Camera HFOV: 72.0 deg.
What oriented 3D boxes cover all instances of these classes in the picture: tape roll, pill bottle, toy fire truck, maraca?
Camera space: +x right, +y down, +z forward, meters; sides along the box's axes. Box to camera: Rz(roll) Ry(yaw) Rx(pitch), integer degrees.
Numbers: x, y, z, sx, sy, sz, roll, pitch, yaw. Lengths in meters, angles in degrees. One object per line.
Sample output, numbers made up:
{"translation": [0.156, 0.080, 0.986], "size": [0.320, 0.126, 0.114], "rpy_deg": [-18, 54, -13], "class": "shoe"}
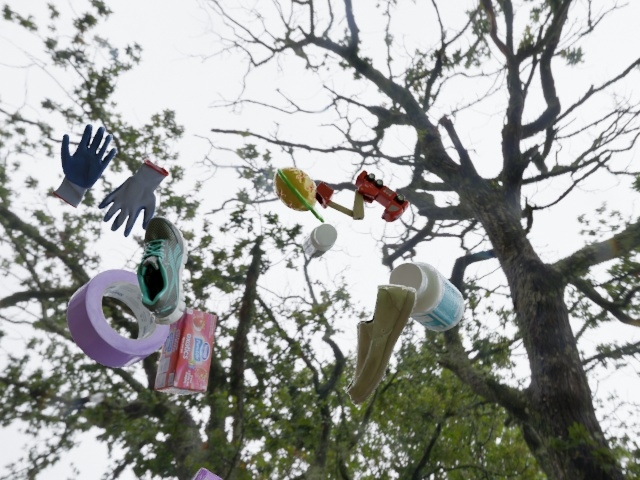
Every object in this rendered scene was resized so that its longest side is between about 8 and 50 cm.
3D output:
{"translation": [-0.577, 0.222, 1.279], "size": [0.090, 0.275, 0.275], "rpy_deg": [-34, -103, 21], "class": "tape roll"}
{"translation": [0.000, 0.000, 1.294], "size": [0.078, 0.137, 0.078], "rpy_deg": [4, -106, -15], "class": "pill bottle"}
{"translation": [0.096, -0.093, 1.037], "size": [0.192, 0.047, 0.135], "rpy_deg": [39, -112, 11], "class": "toy fire truck"}
{"translation": [0.281, 0.147, 1.188], "size": [0.146, 0.264, 0.146], "rpy_deg": [-16, -122, 28], "class": "pill bottle"}
{"translation": [-0.052, -0.119, 1.156], "size": [0.099, 0.127, 0.186], "rpy_deg": [-39, -76, 10], "class": "maraca"}

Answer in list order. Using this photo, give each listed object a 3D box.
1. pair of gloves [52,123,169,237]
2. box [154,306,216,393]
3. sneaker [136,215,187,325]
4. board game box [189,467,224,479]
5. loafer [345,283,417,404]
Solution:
{"translation": [-0.376, -0.105, 0.782], "size": [0.198, 0.023, 0.159], "rpy_deg": [34, -78, -11], "class": "pair of gloves"}
{"translation": [-0.442, 0.366, 1.453], "size": [0.128, 0.122, 0.257], "rpy_deg": [-24, -128, 39], "class": "box"}
{"translation": [-0.230, 0.033, 0.631], "size": [0.065, 0.076, 0.166], "rpy_deg": [-13, -113, -3], "class": "sneaker"}
{"translation": [-0.086, 0.400, 0.370], "size": [0.208, 0.347, 0.056], "rpy_deg": [39, -66, -10], "class": "board game box"}
{"translation": [0.110, 0.208, 0.921], "size": [0.092, 0.102, 0.268], "rpy_deg": [25, -94, 8], "class": "loafer"}
